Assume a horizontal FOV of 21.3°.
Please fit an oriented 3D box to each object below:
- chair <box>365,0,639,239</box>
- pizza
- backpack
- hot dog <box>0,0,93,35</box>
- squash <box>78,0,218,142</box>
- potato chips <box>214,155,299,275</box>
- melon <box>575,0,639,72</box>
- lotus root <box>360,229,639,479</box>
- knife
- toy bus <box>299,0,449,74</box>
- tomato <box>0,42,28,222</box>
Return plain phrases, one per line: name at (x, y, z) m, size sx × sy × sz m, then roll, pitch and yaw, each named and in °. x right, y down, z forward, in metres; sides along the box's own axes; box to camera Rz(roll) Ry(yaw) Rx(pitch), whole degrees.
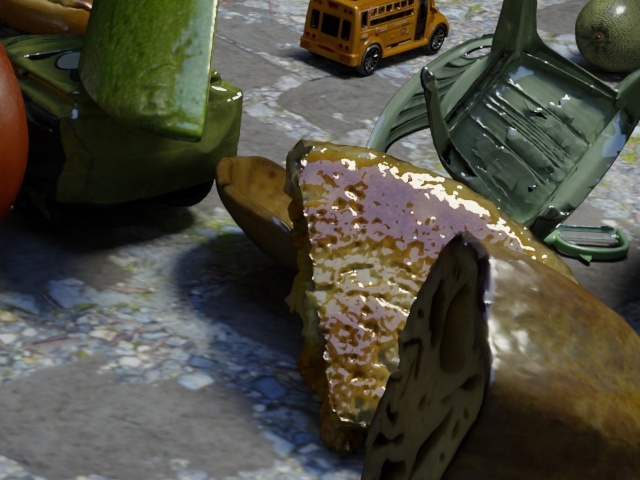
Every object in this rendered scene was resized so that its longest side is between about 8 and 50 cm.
chair at (0.149, -0.105, 1.377) m, size 0.190 × 0.274 × 0.203 m, roll 38°, pitch 76°, yaw 6°
pizza at (0.071, 0.064, 1.213) m, size 0.335 × 0.086 × 0.226 m, roll 41°, pitch 66°, yaw 15°
backpack at (-0.200, -0.104, 1.463) m, size 0.207 × 0.140 × 0.253 m, roll -12°, pitch 26°, yaw -36°
hot dog at (-0.323, -0.258, 1.815) m, size 0.250 × 0.068 × 0.100 m, roll 21°, pitch 18°, yaw 20°
squash at (-0.138, -0.159, 1.393) m, size 0.111 × 0.203 × 0.288 m, roll 7°, pitch 60°, yaw -5°
potato chips at (-0.001, 0.000, 1.376) m, size 0.208 × 0.062 × 0.195 m, roll 33°, pitch 16°, yaw 18°
melon at (0.347, -0.245, 1.974) m, size 0.098 × 0.098 × 0.131 m, roll 20°, pitch 28°, yaw 22°
lotus root at (0.134, 0.113, 1.064) m, size 0.180 × 0.188 × 0.199 m, roll 15°, pitch 43°, yaw -14°
knife at (0.174, 0.001, 1.502) m, size 0.212 × 0.015 × 0.054 m, roll 4°, pitch 34°, yaw -13°
toy bus at (0.067, -0.250, 1.901) m, size 0.083 × 0.088 × 0.194 m, roll 24°, pitch 29°, yaw 30°
tomato at (-0.353, -0.096, 1.263) m, size 0.265 × 0.264 × 0.265 m, roll 7°, pitch 25°, yaw -4°
